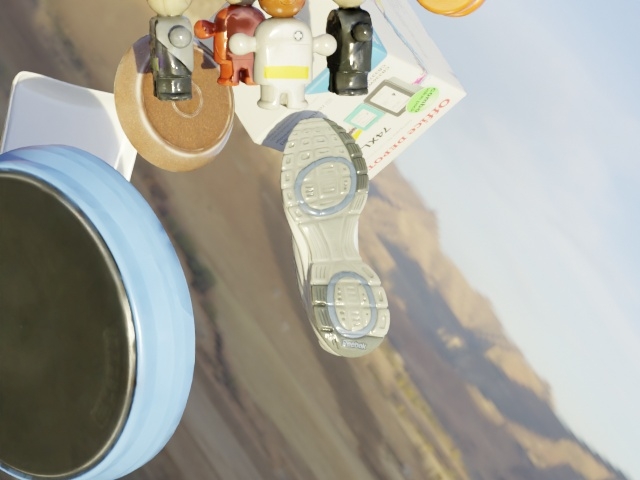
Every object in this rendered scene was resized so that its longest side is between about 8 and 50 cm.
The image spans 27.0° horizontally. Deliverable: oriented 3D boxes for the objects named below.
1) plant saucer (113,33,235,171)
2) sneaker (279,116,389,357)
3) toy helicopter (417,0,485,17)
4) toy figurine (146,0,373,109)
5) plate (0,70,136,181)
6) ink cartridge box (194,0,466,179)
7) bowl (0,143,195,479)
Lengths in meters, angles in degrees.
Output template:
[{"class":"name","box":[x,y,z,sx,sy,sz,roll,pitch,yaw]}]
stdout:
[{"class":"plant saucer","box":[-0.162,-0.165,1.556,0.029,0.168,0.168,-8,-56,50]},{"class":"sneaker","box":[0.000,0.000,1.586,0.129,0.111,0.297,137,-52,-70]},{"class":"toy helicopter","box":[0.175,-0.432,1.488,0.235,0.355,0.140,45,14,3]},{"class":"toy figurine","box":[-0.061,-0.220,1.351,0.209,0.213,0.148,-21,116,-57]},{"class":"plate","box":[-0.407,-0.108,2.067,0.045,0.278,0.277,18,6,35]},{"class":"ink cartridge box","box":[0.017,-0.233,1.771,0.270,0.198,0.197,14,40,-54]},{"class":"bowl","box":[-0.311,0.089,1.488,0.077,0.391,0.391,-17,68,-53]}]
